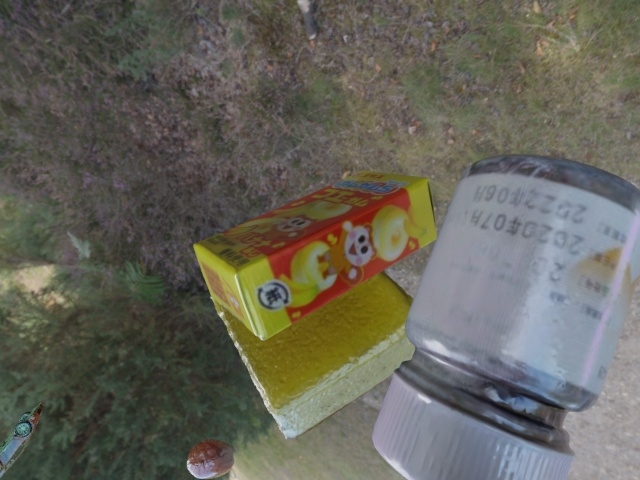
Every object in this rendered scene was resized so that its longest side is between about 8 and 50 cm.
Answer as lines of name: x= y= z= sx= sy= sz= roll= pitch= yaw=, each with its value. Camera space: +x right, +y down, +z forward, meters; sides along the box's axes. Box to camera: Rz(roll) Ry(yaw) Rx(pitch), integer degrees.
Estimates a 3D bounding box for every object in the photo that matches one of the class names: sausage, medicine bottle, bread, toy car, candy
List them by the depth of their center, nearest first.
medicine bottle: x=0.163 y=0.078 z=0.381 sx=0.165 sy=0.273 sz=0.165 roll=20 pitch=174 yaw=2
candy: x=0.000 y=0.000 z=0.541 sx=0.146 sy=0.276 sz=0.087 roll=21 pitch=131 yaw=56
toy car: x=-0.429 y=0.286 z=0.601 sx=0.035 sy=0.122 sz=0.059 roll=44 pitch=157 yaw=-17
sausage: x=-0.180 y=0.364 z=0.720 sx=0.054 sy=0.058 sz=0.094 roll=-15 pitch=150 yaw=9
bread: x=-0.006 y=0.153 z=0.853 sx=0.323 sy=0.333 sz=0.143 roll=52 pitch=167 yaw=38
